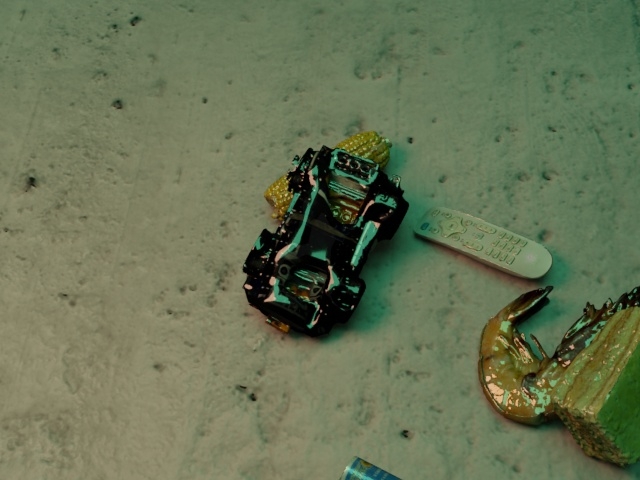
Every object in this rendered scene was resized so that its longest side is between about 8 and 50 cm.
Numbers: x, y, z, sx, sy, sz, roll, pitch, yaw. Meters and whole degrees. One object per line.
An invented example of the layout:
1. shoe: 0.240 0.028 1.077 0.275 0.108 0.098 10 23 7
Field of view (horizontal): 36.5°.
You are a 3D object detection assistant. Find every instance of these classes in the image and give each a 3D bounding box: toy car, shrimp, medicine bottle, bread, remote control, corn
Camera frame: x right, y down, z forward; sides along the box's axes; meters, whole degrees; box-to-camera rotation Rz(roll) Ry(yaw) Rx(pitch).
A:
1. toy car: -0.001 0.001 1.494 0.193 0.118 0.301 28 76 -2
2. shrimp: 0.343 0.140 1.419 0.289 0.075 0.178 -46 59 -8
3. medicine bottle: 0.117 0.352 1.300 0.191 0.051 0.051 23 61 21
4. bread: 0.409 0.191 1.307 0.196 0.138 0.102 -52 31 -16
5. remote control: 0.257 0.008 1.530 0.229 0.044 0.073 22 57 30
6. corn: 0.014 -0.110 1.614 0.238 0.080 0.080 -28 57 -10
